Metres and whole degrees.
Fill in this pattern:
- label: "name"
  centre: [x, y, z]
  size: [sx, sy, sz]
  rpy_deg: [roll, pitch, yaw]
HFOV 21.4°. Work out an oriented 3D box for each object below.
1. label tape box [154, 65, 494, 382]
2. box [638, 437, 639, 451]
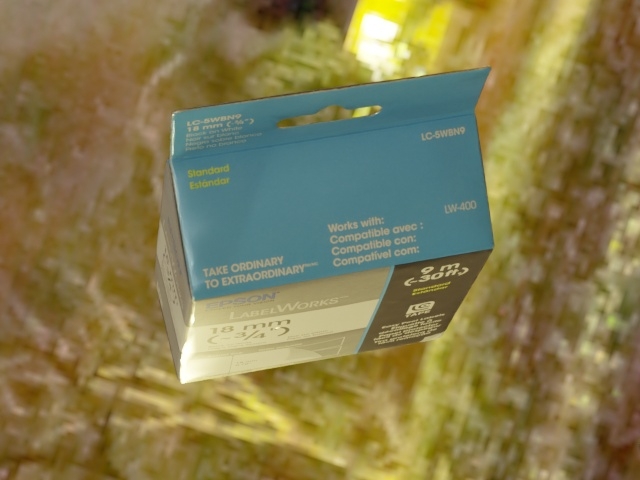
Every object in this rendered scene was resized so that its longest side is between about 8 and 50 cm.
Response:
- label: "label tape box"
  centre: [0.000, 0.000, 1.325]
  size: [0.333, 0.240, 0.106]
  rpy_deg: [107, 151, -68]
- label: "box"
  centre: [0.312, 0.259, 0.685]
  size: [0.212, 0.293, 0.395]
  rpy_deg: [-99, -2, -70]
